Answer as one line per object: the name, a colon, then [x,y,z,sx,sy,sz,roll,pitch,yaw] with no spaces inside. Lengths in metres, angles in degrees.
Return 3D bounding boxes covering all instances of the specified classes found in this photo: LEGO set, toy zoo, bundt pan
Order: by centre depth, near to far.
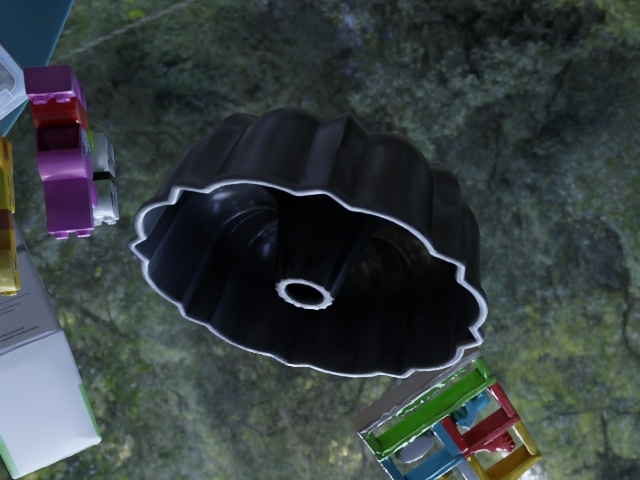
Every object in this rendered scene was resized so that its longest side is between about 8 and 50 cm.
LEGO set: [-0.158,-0.018,0.456,0.087,0.093,0.227,-6,179,-9]
bundt pan: [0.000,0.000,0.792,0.330,0.331,0.124,-3,-127,28]
toy zoo: [0.188,0.286,1.170,0.192,0.293,0.030,-35,-148,0]

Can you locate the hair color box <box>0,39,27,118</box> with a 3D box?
hair color box: [-0.406,-0.195,0.674,0.185,0.114,0.374,-40,-119,-8]

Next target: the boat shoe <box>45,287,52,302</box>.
boat shoe: [-0.549,0.060,1.276,0.123,0.342,0.123,-38,-145,10]

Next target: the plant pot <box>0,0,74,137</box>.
plant pot: [-0.410,-0.212,0.952,0.165,0.234,0.165,5,167,43]

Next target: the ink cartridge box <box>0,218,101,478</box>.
ink cartridge box: [-0.377,0.113,1.031,0.114,0.198,0.273,-22,-138,-19]
